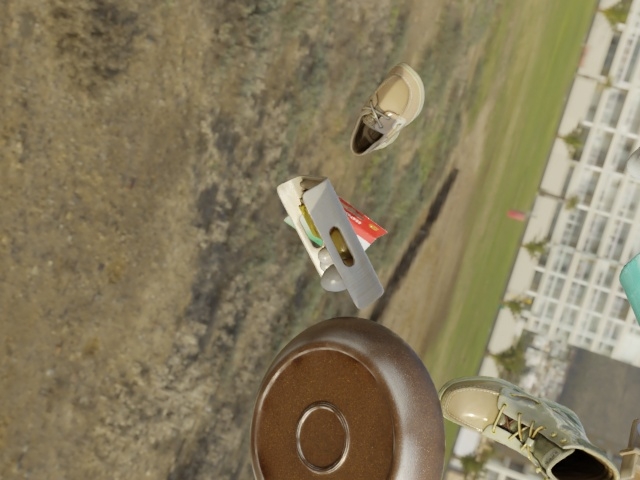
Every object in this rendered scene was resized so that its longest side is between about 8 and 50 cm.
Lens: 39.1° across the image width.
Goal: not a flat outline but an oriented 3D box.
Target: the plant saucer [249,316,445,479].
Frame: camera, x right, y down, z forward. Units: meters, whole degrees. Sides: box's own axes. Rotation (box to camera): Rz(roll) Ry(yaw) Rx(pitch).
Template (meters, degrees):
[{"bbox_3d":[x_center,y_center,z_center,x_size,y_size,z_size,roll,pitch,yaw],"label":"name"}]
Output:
[{"bbox_3d":[0.014,0.249,1.136,0.050,0.311,0.310,14,94,-50],"label":"plant saucer"}]

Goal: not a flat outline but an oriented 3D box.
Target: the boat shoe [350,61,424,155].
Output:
[{"bbox_3d":[0.164,-0.319,2.298,0.110,0.121,0.341,-36,166,-27],"label":"boat shoe"}]

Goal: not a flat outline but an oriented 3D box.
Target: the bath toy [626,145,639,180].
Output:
[{"bbox_3d":[0.806,-0.059,2.035,0.129,0.152,0.348,-47,117,-80],"label":"bath toy"}]

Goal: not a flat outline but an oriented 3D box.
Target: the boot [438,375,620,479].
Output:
[{"bbox_3d":[0.264,0.250,1.163,0.165,0.213,0.077,-111,-140,-75],"label":"boot"}]

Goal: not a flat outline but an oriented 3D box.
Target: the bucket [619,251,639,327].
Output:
[{"bbox_3d":[0.595,0.083,1.330,0.281,0.281,0.183,78,-8,-64],"label":"bucket"}]

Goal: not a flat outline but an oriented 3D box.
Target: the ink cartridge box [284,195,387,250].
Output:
[{"bbox_3d":[0.030,-0.031,1.978,0.056,0.181,0.225,-57,-172,-15],"label":"ink cartridge box"}]

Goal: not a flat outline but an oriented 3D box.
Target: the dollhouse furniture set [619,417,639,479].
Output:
[{"bbox_3d":[0.821,0.423,1.763,0.173,0.303,0.355,-69,-171,-26],"label":"dollhouse furniture set"}]

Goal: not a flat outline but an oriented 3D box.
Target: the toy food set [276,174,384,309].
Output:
[{"bbox_3d":[0.000,0.000,1.617,0.092,0.219,0.306,-29,-169,-8],"label":"toy food set"}]
